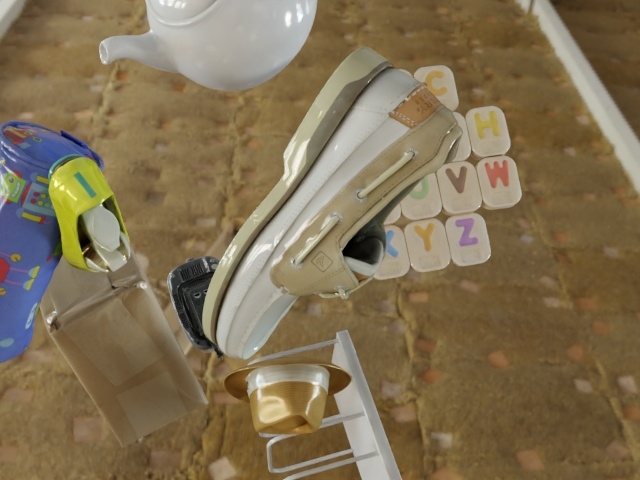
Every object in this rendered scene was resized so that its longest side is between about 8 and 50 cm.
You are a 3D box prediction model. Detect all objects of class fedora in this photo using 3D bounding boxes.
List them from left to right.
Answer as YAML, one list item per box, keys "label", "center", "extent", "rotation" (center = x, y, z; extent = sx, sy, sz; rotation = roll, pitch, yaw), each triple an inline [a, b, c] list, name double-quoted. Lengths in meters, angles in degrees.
- label: "fedora"
  center: [-0.045, 0.226, 1.108]
  extent: [0.195, 0.194, 0.079]
  rotation: [1, -118, -8]

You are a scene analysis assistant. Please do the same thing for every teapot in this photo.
- label: "teapot"
  center: [-0.137, -0.336, 1.051]
  extent: [0.253, 0.187, 0.255]
  rotation: [1, -104, 28]

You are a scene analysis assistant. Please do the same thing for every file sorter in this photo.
- label: "file sorter"
  center: [-0.001, 0.325, 1.262]
  extent: [0.173, 0.192, 0.277]
  rotation: [-14, -121, -12]

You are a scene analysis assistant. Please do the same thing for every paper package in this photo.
- label: "paper package"
  center: [-0.360, 0.137, 1.375]
  extent: [0.168, 0.324, 0.309]
  rotation: [-27, -139, -12]

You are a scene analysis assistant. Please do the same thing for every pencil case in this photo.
- label: "pencil case"
  center: [-0.361, 0.004, 0.944]
  extent: [0.119, 0.306, 0.133]
  rotation: [30, -156, 0]

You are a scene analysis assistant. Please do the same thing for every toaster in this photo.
- label: "toaster"
  center: [-0.236, 0.150, 1.691]
  extent: [0.129, 0.146, 0.226]
  rotation: [-23, -101, -9]

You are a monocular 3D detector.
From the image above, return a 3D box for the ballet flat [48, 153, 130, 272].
- label: "ballet flat"
  center: [-0.252, -0.007, 0.896]
  extent: [0.077, 0.231, 0.077]
  rotation: [43, -114, 17]

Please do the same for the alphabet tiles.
- label: "alphabet tiles"
  center: [0.122, -0.095, 1.049]
  extent: [0.284, 0.021, 0.277]
  rotation: [-8, -98, -10]

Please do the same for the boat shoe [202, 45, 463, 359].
- label: "boat shoe"
  center: [0.000, 0.000, 0.641]
  extent: [0.103, 0.302, 0.113]
  rotation: [36, -147, 9]
